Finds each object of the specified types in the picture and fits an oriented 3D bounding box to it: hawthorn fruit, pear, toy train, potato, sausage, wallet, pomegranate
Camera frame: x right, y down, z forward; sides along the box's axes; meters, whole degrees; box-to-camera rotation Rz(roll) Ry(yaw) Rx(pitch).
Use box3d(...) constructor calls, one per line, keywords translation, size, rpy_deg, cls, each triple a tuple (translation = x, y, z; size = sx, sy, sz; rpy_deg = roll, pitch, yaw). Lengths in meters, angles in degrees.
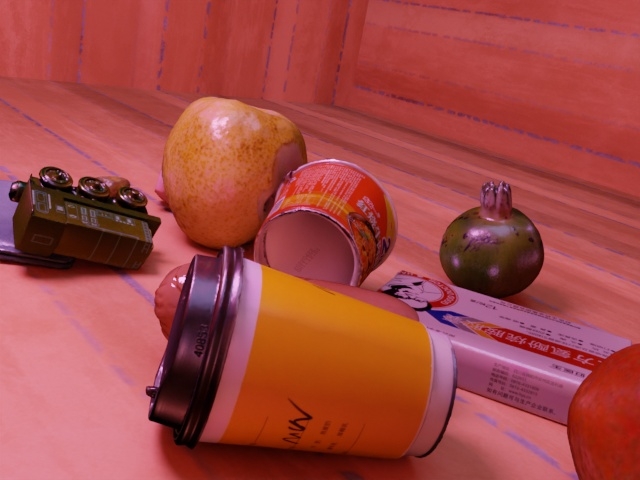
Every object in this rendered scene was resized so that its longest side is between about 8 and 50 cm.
box3d(translation=(0.327, 0.195, 0.671), size=(0.210, 0.211, 0.262), rpy_deg=(6, -5, -15), cls="hawthorn fruit")
box3d(translation=(-0.150, -0.117, 1.260), size=(0.270, 0.271, 0.271), rpy_deg=(10, 17, -3), cls="pear")
box3d(translation=(-0.343, -0.028, 1.075), size=(0.225, 0.090, 0.137), rpy_deg=(15, 31, -35), cls="toy train")
box3d(translation=(-0.417, -0.105, 1.429), size=(0.092, 0.045, 0.047), rpy_deg=(-2, 58, -43), cls="potato")
box3d(translation=(-0.043, 0.099, 0.854), size=(0.304, 0.121, 0.121), rpy_deg=(11, 17, -3), cls="sausage")
box3d(translation=(-0.493, -0.039, 1.153), size=(0.251, 0.054, 0.290), rpy_deg=(8, 17, -11), cls="wallet")
box3d(translation=(0.297, -0.005, 1.252), size=(0.179, 0.210, 0.180), rpy_deg=(-4, 24, 2), cls="pomegranate")

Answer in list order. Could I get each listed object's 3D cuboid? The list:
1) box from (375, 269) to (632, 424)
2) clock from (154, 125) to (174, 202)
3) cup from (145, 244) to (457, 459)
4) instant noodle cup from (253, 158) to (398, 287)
box3d(translation=(0.234, 0.141, 0.991), size=(0.353, 0.069, 0.214), rpy_deg=(15, 17, 21), cls="box")
box3d(translation=(-0.210, -0.125, 1.491), size=(0.241, 0.142, 0.227), rpy_deg=(17, 15, -13), cls="clock")
box3d(translation=(-0.019, 0.121, 0.710), size=(0.279, 0.197, 0.196), rpy_deg=(14, 16, -11), cls="cup")
box3d(translation=(0.000, 0.000, 1.094), size=(0.213, 0.213, 0.174), rpy_deg=(14, 25, 11), cls="instant noodle cup")
